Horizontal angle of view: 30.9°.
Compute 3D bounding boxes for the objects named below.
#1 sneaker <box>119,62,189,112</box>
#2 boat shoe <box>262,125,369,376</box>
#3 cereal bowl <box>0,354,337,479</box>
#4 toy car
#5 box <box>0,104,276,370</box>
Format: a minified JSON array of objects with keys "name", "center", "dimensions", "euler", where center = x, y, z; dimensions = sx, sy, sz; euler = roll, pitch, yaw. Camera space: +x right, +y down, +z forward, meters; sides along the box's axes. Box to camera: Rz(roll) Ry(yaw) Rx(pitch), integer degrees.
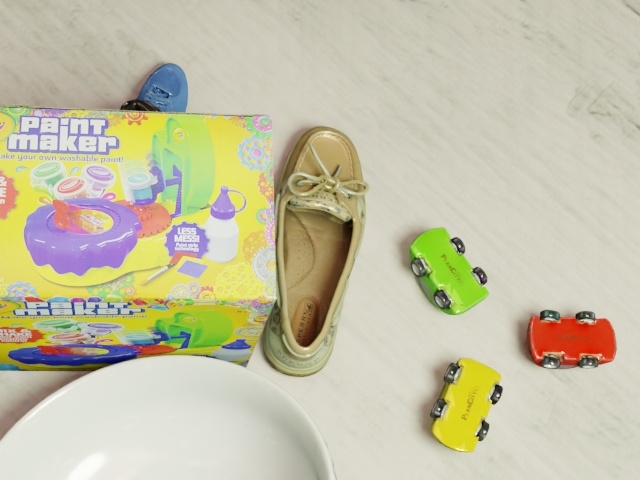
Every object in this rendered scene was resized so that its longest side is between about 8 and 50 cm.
[{"name":"sneaker","center":[-0.181,-0.140,1.257],"dimensions":[0.058,0.084,0.152],"euler":[23,68,-1]},{"name":"boat shoe","center":[0.000,0.000,1.236],"dimensions":[0.104,0.089,0.285],"euler":[7,69,-7]},{"name":"cereal bowl","center":[-0.144,0.275,1.056],"dimensions":[0.338,0.141,0.339],"euler":[-5,47,5]},{"name":"toy car","center":[0.171,0.088,1.254],"dimensions":[0.239,0.053,0.225],"euler":[-29,78,-19]},{"name":"box","center":[-0.202,0.010,1.097],"dimensions":[0.289,0.279,0.177],"euler":[1,70,-9]}]
